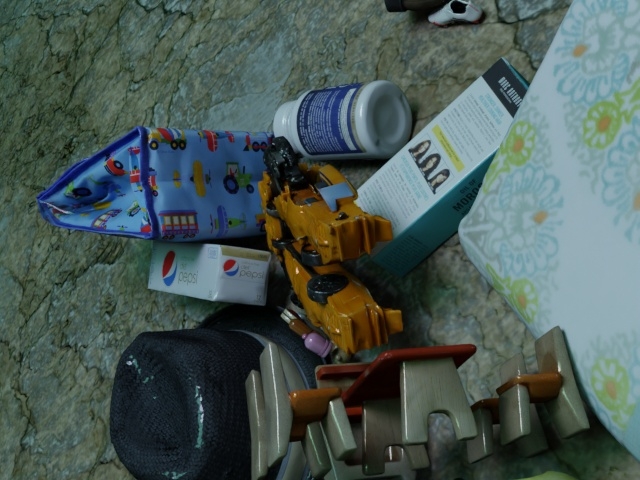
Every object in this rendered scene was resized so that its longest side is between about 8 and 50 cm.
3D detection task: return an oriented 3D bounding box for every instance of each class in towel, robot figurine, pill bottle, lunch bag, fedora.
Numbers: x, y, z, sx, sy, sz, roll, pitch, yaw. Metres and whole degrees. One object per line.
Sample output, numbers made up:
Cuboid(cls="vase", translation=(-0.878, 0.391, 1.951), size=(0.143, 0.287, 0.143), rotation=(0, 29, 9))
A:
Cuboid(cls="towel", translation=(0.279, -0.049, 0.754), size=(0.375, 0.090, 0.320), rotation=(-67, 32, 29))
Cuboid(cls="robot figurine", translation=(0.000, 0.000, 1.008), size=(0.291, 0.085, 0.211), rotation=(-130, 30, -64))
Cuboid(cls="pill bottle", translation=(0.022, -0.146, 1.133), size=(0.169, 0.094, 0.094), rotation=(2, 69, 45))
Cuboid(cls="lunch bag", translation=(-0.221, -0.053, 1.217), size=(0.293, 0.221, 0.138), rotation=(-11, 85, 45))
Cuboid(cls="fedora", translation=(-0.143, 0.199, 1.053), size=(0.334, 0.152, 0.334), rotation=(-23, 53, 34))

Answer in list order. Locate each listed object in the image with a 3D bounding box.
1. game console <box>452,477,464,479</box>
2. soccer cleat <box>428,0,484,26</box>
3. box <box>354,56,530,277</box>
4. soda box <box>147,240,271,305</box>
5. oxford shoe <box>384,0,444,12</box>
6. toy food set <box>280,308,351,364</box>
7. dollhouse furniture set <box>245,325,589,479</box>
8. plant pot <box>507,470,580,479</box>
Cuboid(cls="game console", translation=(0.101, 0.288, 0.825), size=(0.071, 0.107, 0.122), rotation=(41, 100, 20))
Cuboid(cls="soccer cleat", translation=(0.162, -0.282, 1.117), size=(0.083, 0.035, 0.029), rotation=(15, 79, 48))
Cuboid(cls="box", translation=(0.143, -0.077, 0.999), size=(0.244, 0.060, 0.100), rotation=(-42, 45, 19))
Cuboid(cls="soda box", translation=(-0.147, 0.039, 1.168), size=(0.216, 0.073, 0.069), rotation=(4, 86, 58))
Cuboid(cls="oxford shoe", translation=(0.154, -0.385, 1.170), size=(0.096, 0.083, 0.227), rotation=(6, 67, 21))
Cuboid(cls="toy food set", translation=(-0.002, 0.108, 1.018), size=(0.122, 0.078, 0.019), rotation=(42, 102, 39))
Cuboid(cls="dollhouse furniture set", translation=(0.060, 0.140, 0.823), size=(0.259, 0.262, 0.135), rotation=(118, 147, -62))
Cuboid(cls="plant pot", translation=(0.199, 0.295, 0.606), size=(0.276, 0.276, 0.254), rotation=(-58, 30, 1))
